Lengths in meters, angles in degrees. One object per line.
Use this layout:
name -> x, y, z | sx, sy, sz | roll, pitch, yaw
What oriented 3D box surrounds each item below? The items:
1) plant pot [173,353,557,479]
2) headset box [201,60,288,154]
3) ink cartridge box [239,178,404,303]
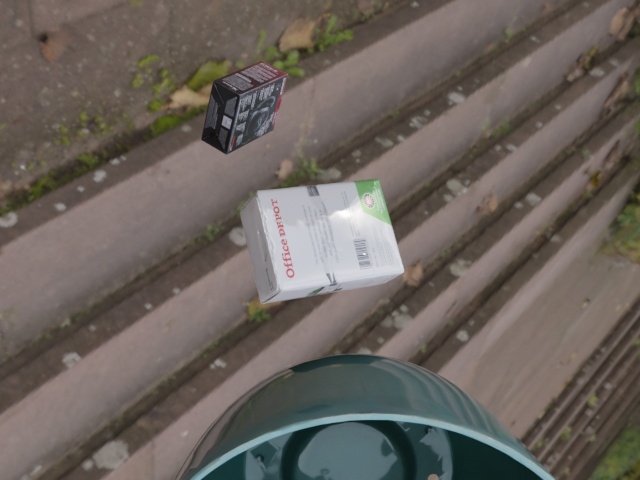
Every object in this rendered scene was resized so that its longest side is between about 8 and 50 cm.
plant pot -> 0.026, 0.214, 0.575 | 0.293, 0.293, 0.235 | -55, -173, 8
headset box -> -0.066, -0.122, 0.742 | 0.083, 0.032, 0.062 | -40, 155, -49
ink cartridge box -> 0.000, 0.000, 1.273 | 0.220, 0.160, 0.092 | -7, 165, -27
